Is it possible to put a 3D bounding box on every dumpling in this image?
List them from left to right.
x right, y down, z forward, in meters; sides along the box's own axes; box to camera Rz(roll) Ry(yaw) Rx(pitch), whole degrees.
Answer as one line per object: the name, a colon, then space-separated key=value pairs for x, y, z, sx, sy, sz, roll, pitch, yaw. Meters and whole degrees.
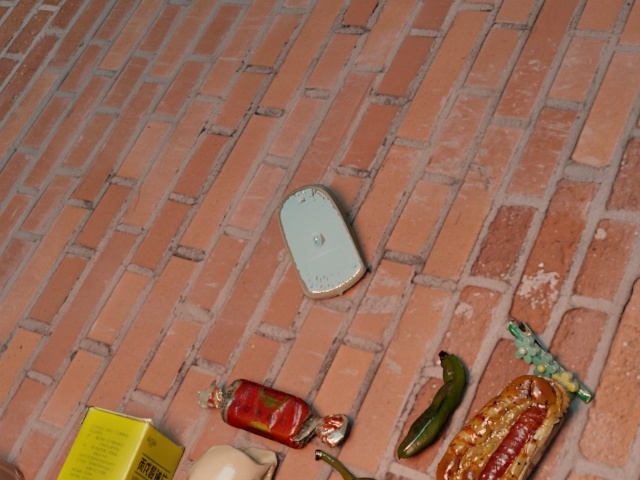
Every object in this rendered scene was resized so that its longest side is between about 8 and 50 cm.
dumpling: x=-0.165 y=0.388 z=1.469 sx=0.150 sy=0.092 sz=0.176 roll=25 pitch=76 yaw=49

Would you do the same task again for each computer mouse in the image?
computer mouse: x=0.000 y=0.000 z=1.658 sx=0.128 sy=0.079 sz=0.231 roll=-24 pitch=67 yaw=12

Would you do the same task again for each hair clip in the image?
hair clip: x=0.343 y=0.189 z=1.398 sx=0.049 sy=0.049 sz=0.173 roll=-38 pitch=53 yaw=-3

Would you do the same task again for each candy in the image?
candy: x=-0.085 y=0.286 z=1.513 sx=0.292 sy=0.059 sz=0.086 roll=13 pitch=68 yaw=31

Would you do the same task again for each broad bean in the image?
broad bean: x=0.181 y=0.259 z=1.417 sx=0.061 sy=0.046 sz=0.195 roll=2 pitch=54 yaw=39

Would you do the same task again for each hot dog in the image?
hot dog: x=0.267 y=0.301 z=1.335 sx=0.131 sy=0.069 sz=0.252 roll=32 pitch=75 yaw=37

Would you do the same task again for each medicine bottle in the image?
medicine bottle: x=-0.350 y=0.416 z=1.497 sx=0.141 sy=0.137 sz=0.250 roll=8 pitch=62 yaw=30

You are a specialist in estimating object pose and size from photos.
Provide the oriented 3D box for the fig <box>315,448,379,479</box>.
fig: x=0.047 y=0.390 z=1.374 sx=0.124 sy=0.124 sz=0.236 roll=-39 pitch=27 yaw=-3

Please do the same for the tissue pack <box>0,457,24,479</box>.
tissue pack: x=-0.574 y=0.493 z=1.536 sx=0.136 sy=0.159 sz=0.246 roll=-33 pitch=50 yaw=-1
